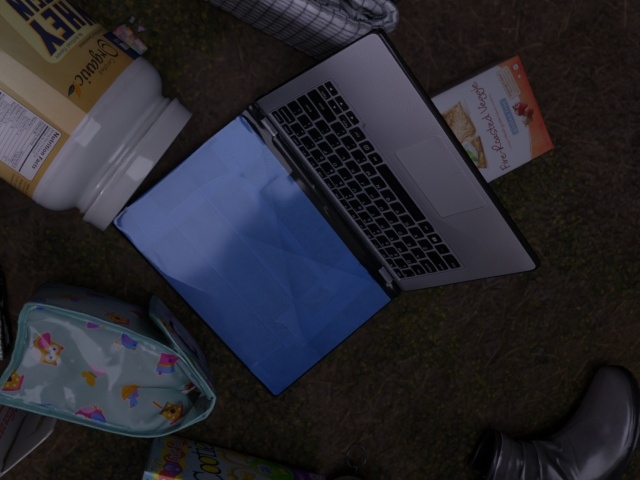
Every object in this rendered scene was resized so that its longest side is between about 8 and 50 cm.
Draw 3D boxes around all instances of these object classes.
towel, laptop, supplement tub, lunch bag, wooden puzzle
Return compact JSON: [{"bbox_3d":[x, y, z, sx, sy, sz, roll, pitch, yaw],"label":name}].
[{"bbox_3d":[-0.045,-0.344,0.891,0.283,0.235,0.121,23,90,-15],"label":"towel"},{"bbox_3d":[0.000,0.000,0.948,0.382,0.408,0.236,51,53,-19],"label":"laptop"},{"bbox_3d":[-0.341,-0.179,0.856,0.316,0.228,0.228,37,90,-15],"label":"supplement tub"},{"bbox_3d":[-0.267,0.154,0.926,0.262,0.223,0.160,16,90,-15],"label":"lunch bag"},{"bbox_3d":[-0.275,-0.271,0.969,0.083,0.006,0.049,-42,105,-3],"label":"wooden puzzle"}]

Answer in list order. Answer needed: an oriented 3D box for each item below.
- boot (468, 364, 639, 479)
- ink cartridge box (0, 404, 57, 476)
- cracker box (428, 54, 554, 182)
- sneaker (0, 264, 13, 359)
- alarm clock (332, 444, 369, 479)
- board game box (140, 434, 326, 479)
[{"bbox_3d":[0.382,0.349,1.158,0.222,0.118,0.338,18,91,-9],"label":"boot"},{"bbox_3d":[-0.513,0.285,0.903,0.353,0.207,0.119,-38,106,-5],"label":"ink cartridge box"},{"bbox_3d":[0.219,-0.161,1.061,0.232,0.067,0.156,-28,103,-6],"label":"cracker box"},{"bbox_3d":[-0.476,0.090,0.956,0.073,0.063,0.162,-4,99,-8],"label":"sneaker"},{"bbox_3d":[0.055,0.421,1.095,0.064,0.129,0.192,27,58,-45],"label":"alarm clock"},{"bbox_3d":[-0.136,0.406,1.024,0.275,0.142,0.144,17,95,-8],"label":"board game box"}]
